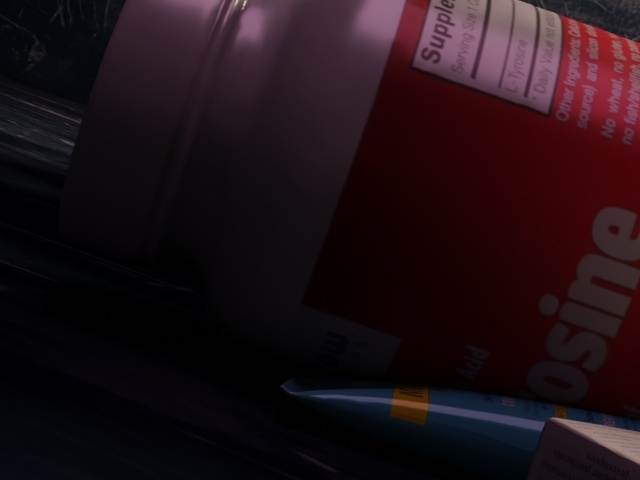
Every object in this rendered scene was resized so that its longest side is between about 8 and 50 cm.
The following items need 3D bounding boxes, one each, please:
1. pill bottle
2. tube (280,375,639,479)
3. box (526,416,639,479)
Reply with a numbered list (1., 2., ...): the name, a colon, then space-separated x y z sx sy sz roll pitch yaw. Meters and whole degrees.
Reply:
1. pill bottle: 0.082 -0.016 0.731 0.408 0.229 0.229 19 5 -2
2. tube: 0.084 0.094 0.634 0.207 0.052 0.080 14 -7 4
3. box: 0.204 0.129 0.563 0.324 0.063 0.067 15 5 -43
